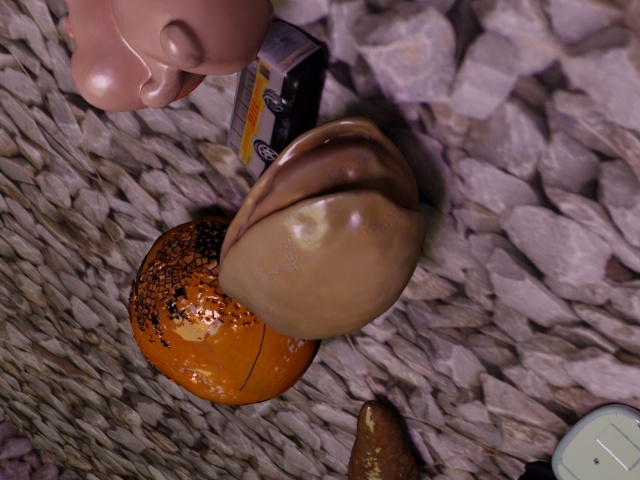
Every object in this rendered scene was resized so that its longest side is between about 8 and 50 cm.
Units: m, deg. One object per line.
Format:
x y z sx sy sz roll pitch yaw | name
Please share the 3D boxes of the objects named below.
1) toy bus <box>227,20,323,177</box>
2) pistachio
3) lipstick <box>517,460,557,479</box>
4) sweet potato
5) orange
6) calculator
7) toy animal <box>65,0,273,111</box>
-0.044 -0.126 1.019 0.072 0.057 0.172 42 152 14 | toy bus
0.000 0.000 1.026 0.181 0.162 0.293 1 159 -16 | pistachio
0.387 0.299 1.102 0.418 0.077 0.077 8 138 40 | lipstick
0.077 0.323 1.467 0.114 0.092 0.341 45 154 24 | sweet potato
-0.108 0.086 1.272 0.234 0.182 0.234 16 140 14 | orange
0.283 0.227 1.114 0.095 0.021 0.153 45 126 20 | calculator
-0.137 -0.194 0.931 0.197 0.171 0.171 -10 125 50 | toy animal
